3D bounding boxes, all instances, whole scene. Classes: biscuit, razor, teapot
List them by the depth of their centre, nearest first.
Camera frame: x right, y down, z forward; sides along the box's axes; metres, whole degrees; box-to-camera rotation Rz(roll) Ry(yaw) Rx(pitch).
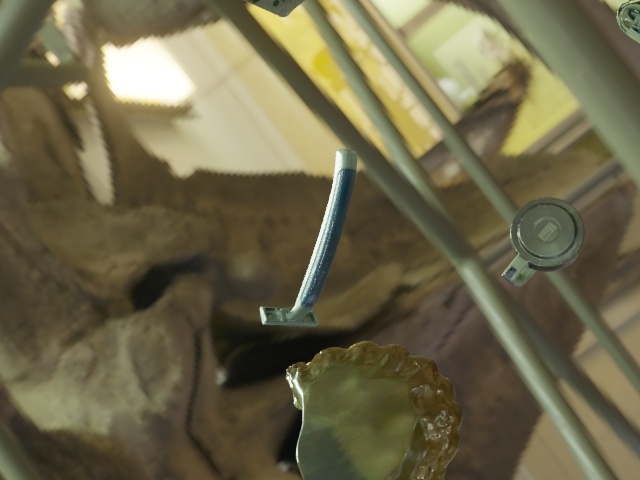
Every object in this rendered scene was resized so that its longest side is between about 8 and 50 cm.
[{"bbox_3d":[0.197,0.008,1.323,0.066,0.088,0.057,40,173,20],"label":"teapot"},{"bbox_3d":[0.002,0.002,1.440,0.068,0.191,0.037,5,-156,-40],"label":"razor"},{"bbox_3d":[0.053,0.307,2.348,0.335,0.329,0.078,29,173,32],"label":"biscuit"}]

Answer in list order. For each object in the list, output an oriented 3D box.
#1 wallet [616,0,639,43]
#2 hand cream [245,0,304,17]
[{"bbox_3d":[0.526,-0.282,2.030,0.176,0.075,0.250,36,-154,21],"label":"wallet"},{"bbox_3d":[-0.117,-0.315,1.699,0.234,0.080,0.050,19,-119,-30],"label":"hand cream"}]
